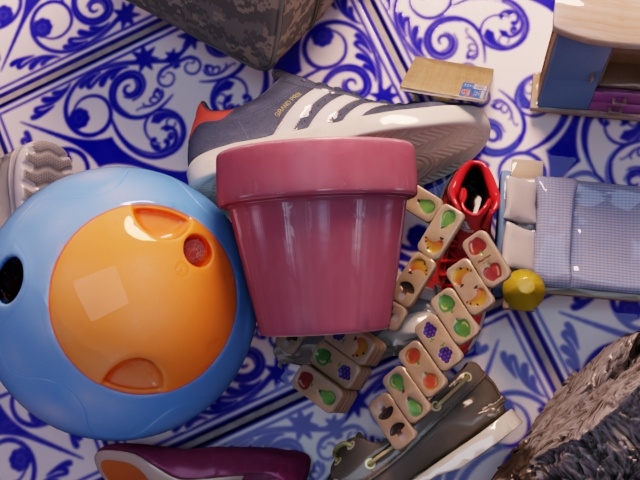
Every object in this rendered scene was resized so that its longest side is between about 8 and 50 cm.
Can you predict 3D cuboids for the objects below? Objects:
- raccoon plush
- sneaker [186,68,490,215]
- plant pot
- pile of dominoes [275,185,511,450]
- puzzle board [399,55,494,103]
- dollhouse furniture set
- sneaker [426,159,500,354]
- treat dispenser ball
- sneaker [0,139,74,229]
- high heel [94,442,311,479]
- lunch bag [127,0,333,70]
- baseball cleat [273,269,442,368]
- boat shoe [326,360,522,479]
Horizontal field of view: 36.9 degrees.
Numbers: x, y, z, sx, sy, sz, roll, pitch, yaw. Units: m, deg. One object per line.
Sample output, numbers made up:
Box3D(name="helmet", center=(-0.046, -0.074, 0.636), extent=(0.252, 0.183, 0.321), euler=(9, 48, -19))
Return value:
Box3D(name="raccoon plush", center=(0.334, 0.295, 0.983), extent=(0.299, 0.216, 0.446), euler=(46, 110, 2))
Box3D(name="sneaker", center=(0.015, -0.138, 1.110), extent=(0.350, 0.131, 0.148), euler=(-8, 57, -4))
Box3D(name="plant pot", center=(0.000, 0.000, 0.944), extent=(0.201, 0.201, 0.180), euler=(-4, 87, 7))
Box3D(name="pile of dominoes", center=(0.068, 0.066, 0.999), extent=(0.196, 0.040, 0.251), euler=(33, 96, 28))
Box3D(name="puzzle board", center=(0.147, -0.184, 1.106), extent=(0.096, 0.128, 0.011), euler=(11, 118, 9))
Box3D(name="dollhouse furniture set", center=(0.336, -0.067, 0.994), extent=(0.286, 0.198, 0.303), euler=(6, 75, 8))
Box3D(name="sneaker", center=(0.149, 0.015, 1.055), extent=(0.087, 0.128, 0.221), euler=(3, 80, 8))
Box3D(name="treat dispenser ball", center=(-0.210, 0.066, 1.013), extent=(0.288, 0.288, 0.288), euler=(-1, 79, 7))
Box3D(name="sneaker", center=(-0.356, 0.025, 1.154), extent=(0.115, 0.105, 0.281), euler=(-1, 82, 42))
Box3D(name="high heel", center=(-0.136, 0.256, 1.094), extent=(0.244, 0.117, 0.082), euler=(4, 115, 28))
Box3D(name="lunch bag", center=(-0.094, -0.382, 1.122), extent=(0.305, 0.212, 0.256), euler=(29, 60, 12))
Box3D(name="baseball cleat", center=(0.044, 0.090, 1.079), extent=(0.206, 0.072, 0.109), euler=(-9, 58, 25))
Box3D(name="boat shoe", center=(0.068, 0.244, 1.036), extent=(0.305, 0.109, 0.091), euler=(-31, 76, -5))
